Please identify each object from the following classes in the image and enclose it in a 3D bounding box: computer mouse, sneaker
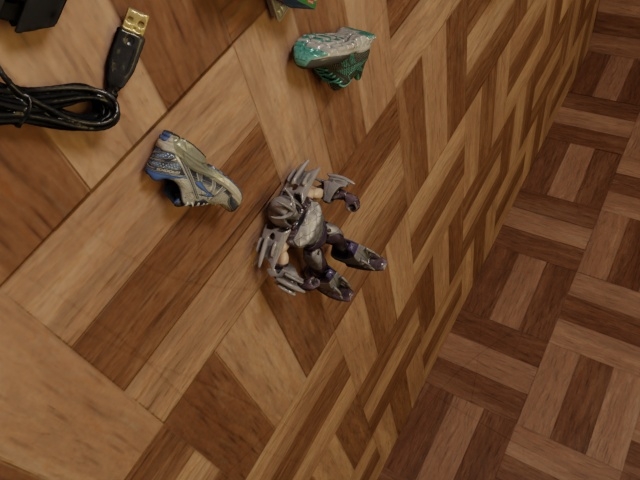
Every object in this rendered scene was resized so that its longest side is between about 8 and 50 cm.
[{"bbox_3d":[-0.175,-0.192,0.391,0.184,0.060,0.261,-6,114,-61],"label":"computer mouse"},{"bbox_3d":[0.020,-0.232,0.747,0.166,0.065,0.076,-33,140,-49],"label":"sneaker"},{"bbox_3d":[-0.134,-0.059,0.593,0.058,0.052,0.135,-55,145,-6],"label":"sneaker"}]

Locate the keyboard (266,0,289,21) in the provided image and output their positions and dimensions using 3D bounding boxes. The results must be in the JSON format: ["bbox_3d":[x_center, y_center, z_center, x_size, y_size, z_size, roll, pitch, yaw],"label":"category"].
[{"bbox_3d":[-0.060,-0.345,0.557,0.072,0.014,0.256,-57,152,-24],"label":"keyboard"}]

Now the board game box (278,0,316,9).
[{"bbox_3d":[-0.038,-0.350,0.543,0.160,0.039,0.211,-18,119,-63],"label":"board game box"}]

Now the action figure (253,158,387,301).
[{"bbox_3d":[0.000,0.000,0.836,0.185,0.099,0.285,-56,149,-7],"label":"action figure"}]
